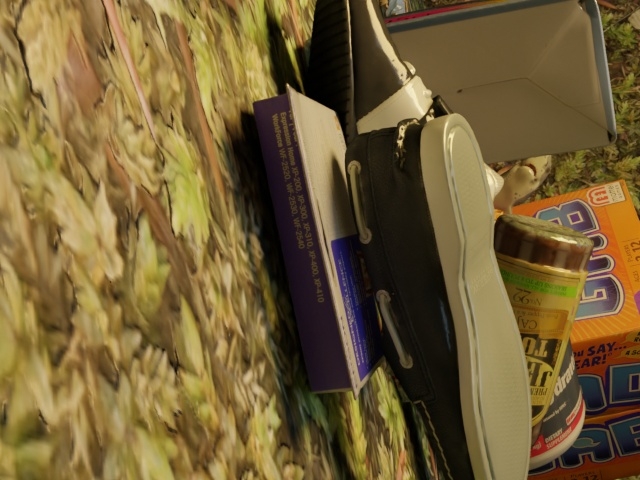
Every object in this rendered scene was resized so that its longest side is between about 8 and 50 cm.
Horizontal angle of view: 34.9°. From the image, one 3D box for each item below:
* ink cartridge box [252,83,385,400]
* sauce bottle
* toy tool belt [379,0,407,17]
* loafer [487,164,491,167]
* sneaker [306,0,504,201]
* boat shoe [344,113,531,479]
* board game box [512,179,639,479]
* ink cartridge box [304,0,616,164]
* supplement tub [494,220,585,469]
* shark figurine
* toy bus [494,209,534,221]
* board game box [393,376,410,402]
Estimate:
[{"bbox_3d":[0.000,0.000,0.730,0.208,0.045,0.206,-12,90,-81],"label":"ink cartridge box"},{"bbox_3d":[0.198,0.148,1.090,0.111,0.111,0.344,-39,141,-78],"label":"sauce bottle"},{"bbox_3d":[0.137,-0.450,1.920,0.051,0.052,0.083,58,19,-82],"label":"toy tool belt"},{"bbox_3d":[0.170,-0.153,1.491,0.267,0.084,0.096,16,65,-60],"label":"loafer"},{"bbox_3d":[0.079,-0.074,0.887,0.122,0.146,0.330,-166,-117,-74],"label":"sneaker"},{"bbox_3d":[0.088,0.060,0.755,0.114,0.091,0.302,-14,96,-60],"label":"boat shoe"},{"bbox_3d":[0.411,0.175,1.760,0.356,0.356,0.356,-89,162,-50],"label":"board game box"},{"bbox_3d":[0.150,-0.181,1.106,0.395,0.270,0.151,-57,138,-75],"label":"ink cartridge box"},{"bbox_3d":[0.213,0.133,1.262,0.191,0.191,0.272,-84,158,-59],"label":"supplement tub"},{"bbox_3d":[0.254,-0.093,1.682,0.116,0.278,0.166,-25,121,-52],"label":"shark figurine"},{"bbox_3d":[0.204,0.054,1.423,0.220,0.149,0.211,3,106,-39],"label":"toy bus"},{"bbox_3d":[0.089,0.062,1.067,0.194,0.060,0.194,51,27,-66],"label":"board game box"}]
